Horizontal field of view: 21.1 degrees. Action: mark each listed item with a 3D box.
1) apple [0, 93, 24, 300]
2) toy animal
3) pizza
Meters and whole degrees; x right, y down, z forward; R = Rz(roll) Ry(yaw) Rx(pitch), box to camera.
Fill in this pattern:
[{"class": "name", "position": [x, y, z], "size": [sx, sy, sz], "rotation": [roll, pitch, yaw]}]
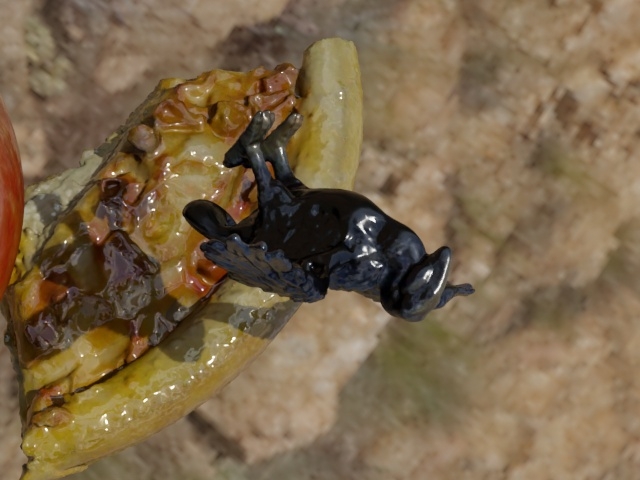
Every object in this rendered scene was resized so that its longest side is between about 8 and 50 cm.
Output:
[{"class": "apple", "position": [-0.218, -0.020, 0.680], "size": [0.209, 0.209, 0.164], "rotation": [-19, 136, -43]}, {"class": "toy animal", "position": [0.000, 0.000, 0.672], "size": [0.062, 0.108, 0.220], "rotation": [-53, 161, 12]}, {"class": "pizza", "position": [-0.067, -0.001, 0.816], "size": [0.271, 0.134, 0.056], "rotation": [-43, 178, -22]}]
